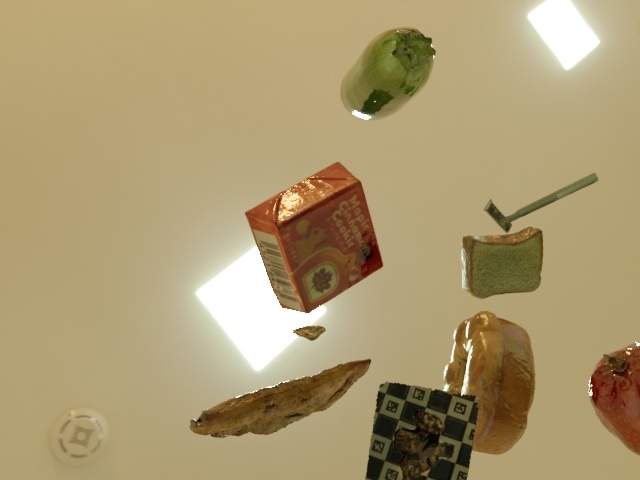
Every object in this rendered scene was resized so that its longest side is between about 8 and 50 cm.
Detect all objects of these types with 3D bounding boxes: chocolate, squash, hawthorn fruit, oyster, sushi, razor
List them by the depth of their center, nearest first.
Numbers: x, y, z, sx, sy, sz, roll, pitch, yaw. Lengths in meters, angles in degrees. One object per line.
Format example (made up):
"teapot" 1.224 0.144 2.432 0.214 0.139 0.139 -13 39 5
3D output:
"squash" 0.095 -0.247 0.995 0.107 0.395 0.107 0 -87 -8
"sushi" 0.187 0.379 1.193 0.193 0.040 0.210 7 -119 14
"razor" 0.425 -0.075 1.224 0.084 0.211 0.035 38 -135 -31
"hawthorn fruit" 0.619 0.290 1.234 0.253 0.205 0.205 50 -120 -18
"chocolate" 0.000 0.000 1.277 0.235 0.108 0.237 -30 -61 -23
"oyster" -0.026 0.191 1.329 0.054 0.083 0.019 -22 -69 -44

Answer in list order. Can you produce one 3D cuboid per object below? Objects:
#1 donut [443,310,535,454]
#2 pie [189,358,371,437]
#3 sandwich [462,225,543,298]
"donut" 0.377 0.324 1.478 0.150 0.299 0.317 15 -94 -4
"pie" -0.038 0.153 0.597 0.170 0.092 0.034 -12 -124 -20
"sandwich" 0.496 0.060 1.760 0.215 0.065 0.186 -5 -74 -8
